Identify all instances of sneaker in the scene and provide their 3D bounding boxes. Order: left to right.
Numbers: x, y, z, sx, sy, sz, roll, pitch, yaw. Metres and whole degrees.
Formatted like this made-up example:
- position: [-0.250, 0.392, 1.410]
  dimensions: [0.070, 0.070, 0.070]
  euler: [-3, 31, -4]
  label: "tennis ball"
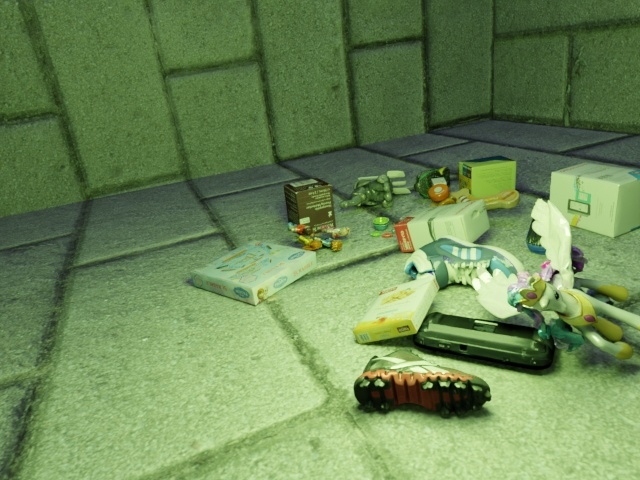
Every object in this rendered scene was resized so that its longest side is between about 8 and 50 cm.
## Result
- position: [0.213, 0.291, 0.994]
  dimensions: [0.276, 0.097, 0.135]
  euler: [-2, 24, 17]
  label: "sneaker"
- position: [0.534, -0.283, 2.340]
  dimensions: [0.146, 0.134, 0.343]
  euler: [-2, 12, 32]
  label: "sneaker"
- position: [0.405, 0.102, 1.403]
  dimensions: [0.236, 0.130, 0.323]
  euler: [-30, 34, -25]
  label: "sneaker"

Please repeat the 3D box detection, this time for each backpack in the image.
- position: [0.754, -0.008, 1.582]
  dimensions: [0.098, 0.101, 0.120]
  euler: [8, 58, 43]
  label: "backpack"

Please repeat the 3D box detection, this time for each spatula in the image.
- position: [0.318, -0.286, 2.368]
  dimensions: [0.242, 0.168, 0.019]
  euler: [0, 59, 26]
  label: "spatula"

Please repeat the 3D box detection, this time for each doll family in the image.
- position: [0.000, 0.000, 1.823]
  dimensions: [0.263, 0.118, 0.163]
  euler: [0, 8, -34]
  label: "doll family"

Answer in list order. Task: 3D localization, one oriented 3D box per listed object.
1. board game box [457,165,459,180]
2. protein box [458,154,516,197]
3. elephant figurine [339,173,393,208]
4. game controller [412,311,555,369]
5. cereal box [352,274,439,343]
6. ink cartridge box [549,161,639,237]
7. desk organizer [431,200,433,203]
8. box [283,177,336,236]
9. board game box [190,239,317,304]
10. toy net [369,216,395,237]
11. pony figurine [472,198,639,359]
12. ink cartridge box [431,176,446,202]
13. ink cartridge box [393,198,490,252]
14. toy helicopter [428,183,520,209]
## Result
- position: [0.827, -0.316, 2.379]
  dimensions: [0.242, 0.064, 0.316]
  euler: [-2, 22, 14]
  label: "board game box"
- position: [0.724, -0.248, 2.051]
  dimensions: [0.200, 0.201, 0.136]
  euler: [-9, 21, -5]
  label: "protein box"
- position: [0.219, -0.226, 2.236]
  dimensions: [0.239, 0.169, 0.186]
  euler: [-11, -21, 17]
  label: "elephant figurine"
- position: [0.393, 0.238, 1.145]
  dimensions: [0.319, 0.067, 0.166]
  euler: [6, 10, 29]
  label: "game controller"
- position: [0.208, 0.183, 1.266]
  dimensions: [0.173, 0.047, 0.240]
  euler: [-21, 12, 33]
  label: "cereal box"
- position: [1.027, -0.160, 1.735]
  dimensions: [0.198, 0.197, 0.270]
  euler: [-16, 23, -21]
  label: "ink cartridge box"
- position: [0.583, -0.199, 2.181]
  dimensions: [0.130, 0.050, 0.047]
  euler: [7, 25, 31]
  label: "desk organizer"
- position: [-0.047, -0.149, 2.050]
  dimensions: [0.168, 0.203, 0.167]
  euler: [-16, 23, -19]
  label: "box"
- position: [-0.233, 0.101, 1.666]
  dimensions: [0.318, 0.065, 0.319]
  euler: [10, 27, 38]
  label: "board game box"
- position: [0.321, -0.053, 1.903]
  dimensions: [0.232, 0.045, 0.122]
  euler: [1, 23, 20]
  label: "toy net"
- position: [0.551, 0.110, 1.072]
  dimensions: [0.363, 0.302, 0.351]
  euler: [22, 22, -10]
  label: "pony figurine"
- position: [0.529, -0.203, 2.091]
  dimensions: [0.056, 0.135, 0.099]
  euler: [-5, 21, 8]
  label: "ink cartridge box"
- position: [0.436, -0.051, 1.684]
  dimensions: [0.273, 0.114, 0.197]
  euler: [-8, 15, 45]
  label: "ink cartridge box"
- position: [0.603, -0.128, 1.864]
  dimensions: [0.355, 0.140, 0.235]
  euler: [-11, 41, 23]
  label: "toy helicopter"
